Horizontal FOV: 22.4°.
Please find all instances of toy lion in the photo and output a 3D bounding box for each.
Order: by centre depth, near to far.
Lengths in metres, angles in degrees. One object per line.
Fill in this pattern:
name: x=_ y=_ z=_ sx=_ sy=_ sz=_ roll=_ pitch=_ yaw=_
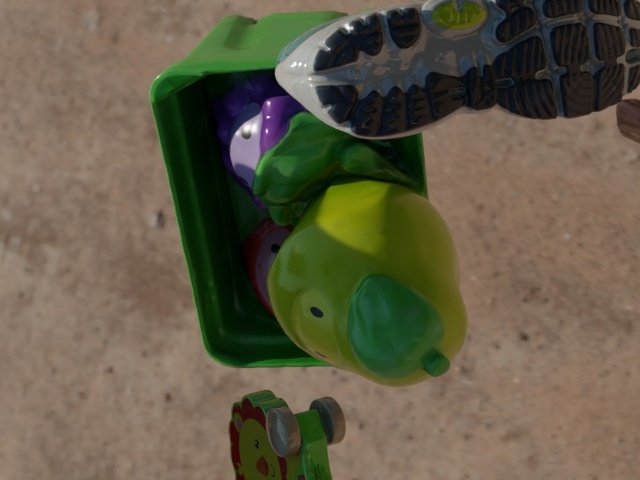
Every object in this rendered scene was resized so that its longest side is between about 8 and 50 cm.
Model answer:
toy lion: x=-0.015 y=0.120 z=0.788 sx=0.096 sy=0.034 sz=0.100 roll=-35 pitch=69 yaw=60

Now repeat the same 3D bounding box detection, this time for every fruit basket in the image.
fruit basket: x=0.000 y=0.000 z=1.511 sx=0.283 sy=0.392 sz=0.392 roll=-1 pitch=78 yaw=9

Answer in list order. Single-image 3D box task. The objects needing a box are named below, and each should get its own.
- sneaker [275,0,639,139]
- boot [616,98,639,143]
sneaker: x=0.100 y=-0.134 z=1.110 sx=0.110 sy=0.275 sz=0.107 roll=-158 pitch=63 yaw=-66
boot: x=0.264 y=-0.090 z=1.236 sx=0.037 sy=0.106 sz=0.114 roll=-46 pitch=51 yaw=-8
